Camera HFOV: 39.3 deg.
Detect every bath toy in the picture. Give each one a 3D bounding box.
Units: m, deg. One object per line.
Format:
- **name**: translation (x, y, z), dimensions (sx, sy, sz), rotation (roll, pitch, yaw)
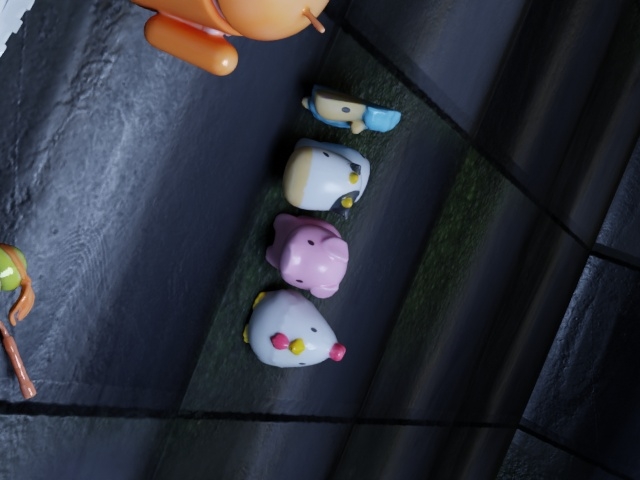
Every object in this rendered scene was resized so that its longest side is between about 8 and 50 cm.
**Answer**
- **bath toy**: translation (0.000, 0.000, 1.058), dimensions (0.151, 0.129, 0.348), rotation (-11, 119, -56)

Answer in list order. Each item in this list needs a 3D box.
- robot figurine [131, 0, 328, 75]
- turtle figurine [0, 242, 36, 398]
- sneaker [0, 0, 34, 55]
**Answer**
- **robot figurine**: translation (-0.077, -0.224, 0.686), dimensions (0.158, 0.219, 0.128), rotation (-55, 148, -22)
- **turtle figurine**: translation (-0.293, 0.064, 0.664), dimensions (0.217, 0.087, 0.269), rotation (-37, 139, -41)
- **sneaker**: translation (-0.237, -0.201, 0.598), dimensions (0.095, 0.090, 0.235), rotation (30, 79, -47)
